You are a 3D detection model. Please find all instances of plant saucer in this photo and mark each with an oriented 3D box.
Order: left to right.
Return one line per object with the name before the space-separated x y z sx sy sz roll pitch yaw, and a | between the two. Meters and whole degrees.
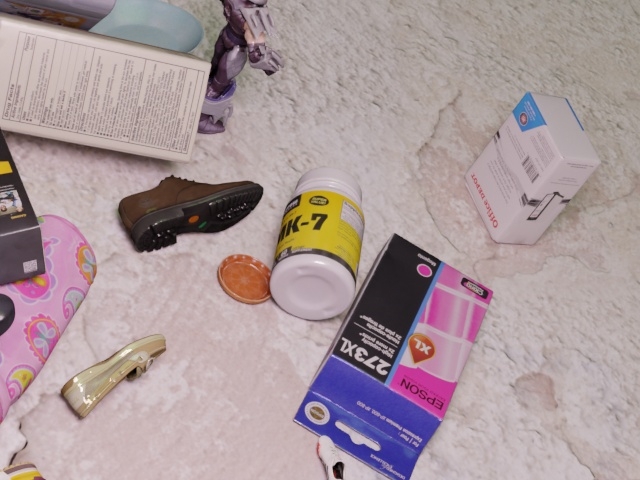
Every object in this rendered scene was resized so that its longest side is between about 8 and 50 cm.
plant saucer | -0.278 -0.314 2.029 0.195 0.037 0.195 7 38 -5
plant saucer | -0.103 0.054 1.819 0.083 0.013 0.083 17 43 -16

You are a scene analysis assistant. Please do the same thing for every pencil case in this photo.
pencil case | -0.367 0.093 1.554 0.124 0.124 0.284 27 42 -5

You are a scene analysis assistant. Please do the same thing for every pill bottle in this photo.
pill bottle | 0.000 0.000 1.853 0.119 0.119 0.208 21 42 -11

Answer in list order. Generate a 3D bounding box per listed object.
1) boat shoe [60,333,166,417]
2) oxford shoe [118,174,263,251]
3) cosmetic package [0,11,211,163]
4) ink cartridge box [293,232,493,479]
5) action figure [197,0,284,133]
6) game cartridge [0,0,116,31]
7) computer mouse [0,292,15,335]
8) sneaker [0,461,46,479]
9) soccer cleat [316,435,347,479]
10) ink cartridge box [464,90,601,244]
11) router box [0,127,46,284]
boat shoe | -0.244 0.164 1.605 0.153 0.056 0.048 -28 77 -42
oxford shoe | -0.179 -0.059 1.834 0.227 0.083 0.096 -13 54 -40
cosmetic package | -0.319 -0.212 1.821 0.296 0.153 0.129 11 10 -23
ink cartridge box | 0.109 0.154 1.816 0.176 0.069 0.371 31 44 -1
action figure | -0.124 -0.292 1.933 0.099 0.285 0.185 6 48 -26
game cartridge | -0.414 -0.335 1.836 0.198 0.297 0.062 5 86 -23
computer mouse | -0.435 0.095 1.444 0.041 0.242 0.071 59 30 -32
sneaker | -0.357 0.302 1.392 0.185 0.069 0.084 -23 59 -41
soccer cleat | 0.017 0.279 1.657 0.029 0.035 0.083 8 47 -24
ink cartridge box | 0.333 -0.112 2.092 0.086 0.203 0.148 4 49 -30
router box | -0.501 -0.030 1.528 0.309 0.081 0.243 -13 45 -19
